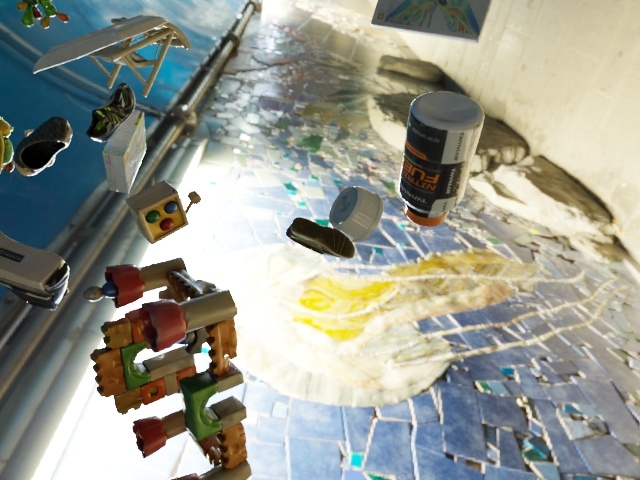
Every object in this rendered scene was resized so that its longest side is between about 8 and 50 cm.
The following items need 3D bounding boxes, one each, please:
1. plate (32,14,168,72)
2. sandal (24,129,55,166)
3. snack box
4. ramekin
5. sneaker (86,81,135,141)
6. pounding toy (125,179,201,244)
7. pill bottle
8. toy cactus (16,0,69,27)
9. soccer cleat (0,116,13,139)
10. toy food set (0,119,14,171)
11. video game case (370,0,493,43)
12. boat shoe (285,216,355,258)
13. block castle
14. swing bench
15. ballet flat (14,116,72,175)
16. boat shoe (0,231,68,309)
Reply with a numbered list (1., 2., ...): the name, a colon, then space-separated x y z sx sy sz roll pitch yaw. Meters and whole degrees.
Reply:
1. plate: -0.572 -0.526 1.348 0.277 0.277 0.045 -70 -34 -57
2. sandal: -1.040 -0.323 1.937 0.265 0.101 0.076 134 134 -60
3. snack box: -0.613 -0.283 1.629 0.175 0.070 0.207 110 167 -52
4. ramekin: 0.122 -0.101 1.895 0.207 0.109 0.207 -41 34 35
5. sneaker: -0.574 -0.347 1.414 0.188 0.067 0.078 -49 -2 15
6. pounding toy: -0.430 -0.078 1.519 0.094 0.206 0.181 37 148 36
7. pill bottle: 0.217 -0.141 0.975 0.131 0.130 0.246 -89 -1 -45
8. toy cactus: -0.689 -0.642 1.280 0.219 0.112 0.181 -51 60 37
9. soccer cleat: -0.983 -0.354 1.533 0.289 0.121 0.094 -31 69 59
10. toy food set: -0.843 -0.232 1.339 0.218 0.128 0.071 -59 -11 30
11. video game case: 0.339 -0.738 1.481 0.036 0.328 0.300 8 -80 -67
12. boat shoe: -0.001 0.001 1.537 0.073 0.223 0.080 -35 38 49
13. block castle: -0.305 0.278 1.016 0.303 0.212 0.454 24 122 49
14. swing bench: -0.622 -0.642 1.733 0.255 0.253 0.165 -56 -40 -17
15. ballet flat: -0.492 -0.157 0.905 0.173 0.057 0.049 -29 55 35
16. boat shoe: -0.783 0.065 1.270 0.158 0.340 0.127 113 -178 -49
